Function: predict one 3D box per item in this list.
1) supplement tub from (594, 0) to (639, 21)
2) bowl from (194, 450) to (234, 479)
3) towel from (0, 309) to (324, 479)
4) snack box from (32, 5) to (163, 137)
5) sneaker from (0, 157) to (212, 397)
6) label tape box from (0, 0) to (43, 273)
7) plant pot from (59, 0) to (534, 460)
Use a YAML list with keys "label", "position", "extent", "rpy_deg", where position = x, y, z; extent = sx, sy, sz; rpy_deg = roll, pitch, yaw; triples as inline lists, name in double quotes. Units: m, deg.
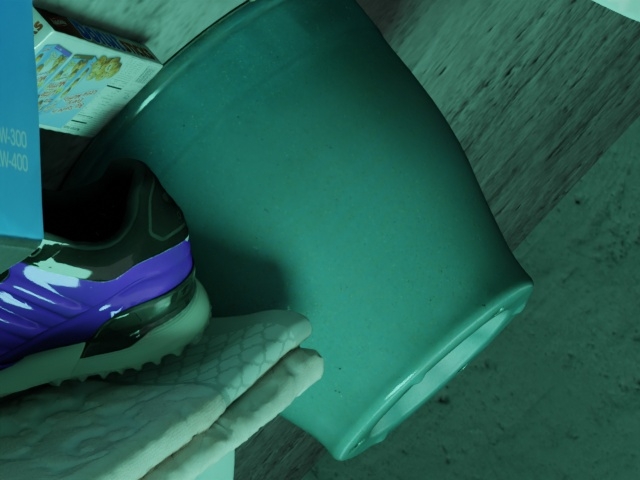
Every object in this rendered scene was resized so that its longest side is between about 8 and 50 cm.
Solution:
- label: "supplement tub"
  position: [0.153, -0.268, 0.813]
  extent: [0.316, 0.228, 0.228]
  rpy_deg: [-58, 165, 17]
- label: "bowl"
  position: [-0.191, 0.175, 1.547]
  extent: [0.298, 0.134, 0.298]
  rpy_deg: [2, 90, -65]
- label: "towel"
  position: [-0.209, 0.127, 1.227]
  extent: [0.331, 0.053, 0.317]
  rpy_deg: [-4, -160, 40]
- label: "snack box"
  position: [-0.144, -0.092, 1.125]
  extent: [0.064, 0.022, 0.178]
  rpy_deg: [-43, 169, 10]
- label: "sneaker"
  position: [-0.215, 0.026, 1.166]
  extent: [0.293, 0.102, 0.146]
  rpy_deg: [-20, 127, -16]
- label: "label tape box"
  position: [-0.217, -0.018, 0.676]
  extent: [0.347, 0.115, 0.249]
  rpy_deg: [-29, 168, 15]
- label: "plant pot"
  position: [0.000, 0.000, 1.376]
  extent: [0.271, 0.255, 0.272]
  rpy_deg: [-41, 170, -9]
